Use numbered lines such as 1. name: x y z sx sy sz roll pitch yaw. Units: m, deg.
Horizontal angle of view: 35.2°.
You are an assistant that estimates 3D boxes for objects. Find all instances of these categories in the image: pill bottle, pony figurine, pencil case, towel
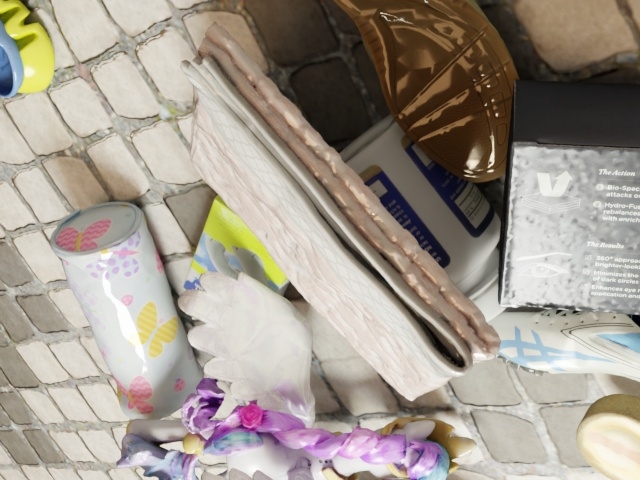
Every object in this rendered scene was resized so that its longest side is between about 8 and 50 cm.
1. pill bottle: 0.093 -0.014 0.893 0.187 0.112 0.112 51 137 -10
2. pony figurine: -0.058 0.227 1.109 0.351 0.303 0.363 22 150 -39
3. pencil case: -0.230 0.087 1.219 0.124 0.113 0.273 27 141 46
4. towel: 0.000 0.000 0.876 0.332 0.053 0.317 49 169 6

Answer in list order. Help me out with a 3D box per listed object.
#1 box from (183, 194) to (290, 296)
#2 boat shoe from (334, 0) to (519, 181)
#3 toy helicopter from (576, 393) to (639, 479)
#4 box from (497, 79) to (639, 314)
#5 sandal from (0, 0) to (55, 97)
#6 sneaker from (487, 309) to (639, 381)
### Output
1. box: -0.087 0.031 1.118 0.109 0.042 0.178 35 137 9
2. boat shoe: 0.078 -0.176 0.804 0.104 0.089 0.285 -28 110 19
3. toy helicopter: 0.375 0.275 0.910 0.355 0.140 0.235 48 136 -3
4. box: 0.218 -0.031 0.768 0.155 0.093 0.158 4 129 8
5. sandal: -0.420 -0.268 1.049 0.317 0.138 0.126 51 139 -8
6. sneaker: 0.246 0.081 0.893 0.237 0.085 0.086 4 100 39
